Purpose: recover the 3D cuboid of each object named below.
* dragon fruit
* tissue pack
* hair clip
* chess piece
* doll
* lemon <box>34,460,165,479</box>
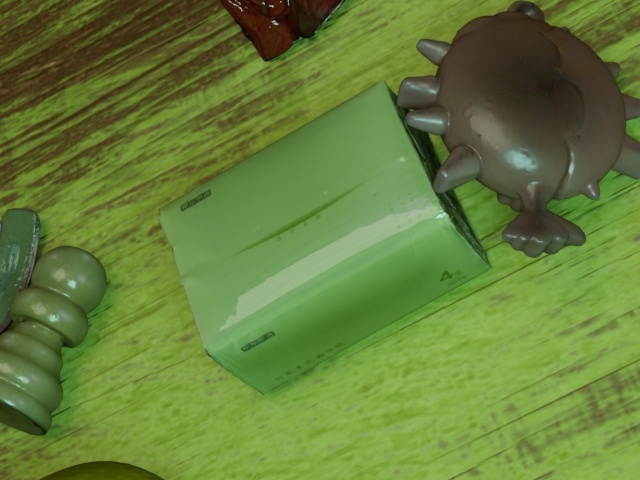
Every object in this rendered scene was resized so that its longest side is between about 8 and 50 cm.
[{"bbox_3d":[0.002,-0.257,1.540,0.192,0.122,0.092,-35,94,2],"label":"dragon fruit"},{"bbox_3d":[0.000,0.000,1.355,0.234,0.125,0.159,-29,55,11],"label":"tissue pack"},{"bbox_3d":[-0.304,0.034,1.553,0.054,0.022,0.137,3,67,29],"label":"hair clip"},{"bbox_3d":[-0.250,0.085,1.469,0.094,0.094,0.170,14,64,31],"label":"chess piece"},{"bbox_3d":[0.169,-0.098,1.305,0.211,0.093,0.262,3,55,-13],"label":"doll"},{"bbox_3d":[-0.164,0.273,1.262,0.244,0.187,0.187,36,84,31],"label":"lemon"}]
